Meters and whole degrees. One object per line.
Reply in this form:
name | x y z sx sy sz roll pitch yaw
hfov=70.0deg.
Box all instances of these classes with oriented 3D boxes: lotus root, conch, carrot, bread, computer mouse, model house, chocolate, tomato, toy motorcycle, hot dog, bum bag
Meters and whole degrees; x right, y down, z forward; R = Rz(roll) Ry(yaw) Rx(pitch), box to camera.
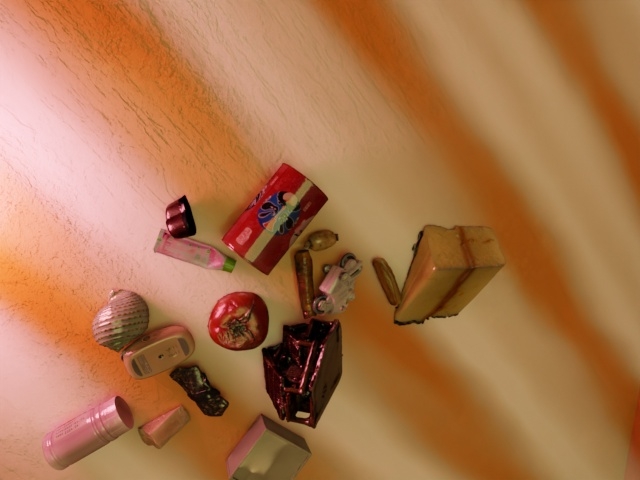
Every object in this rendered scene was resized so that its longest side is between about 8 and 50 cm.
lotus root | 0.000 0.000 1.677 0.152 0.063 0.072 -20 80 -21
conch | -0.654 0.263 1.493 0.172 0.131 0.199 -4 101 -15
carrot | -0.052 0.163 1.687 0.070 0.070 0.260 -10 102 -15
bread | 0.501 0.143 1.875 0.346 0.242 0.404 10 129 -22
bread | -0.561 0.664 1.643 0.152 0.105 0.077 -37 110 -41
computer mouse | -0.551 0.378 1.562 0.237 0.082 0.145 -25 117 -15
model house | -0.098 0.444 1.635 0.283 0.297 0.317 5 107 27
chocolate | -0.468 -0.067 1.518 0.080 0.125 0.148 -15 66 -5
tomato | -0.285 0.301 1.628 0.228 0.101 0.227 -2 99 -13
toy motorcycle | 0.076 0.178 1.718 0.171 0.110 0.260 43 76 -41
hot dog | 0.268 0.157 1.792 0.047 0.066 0.215 -46 114 -51
bum bag | -0.426 0.539 1.638 0.102 0.069 0.248 -27 111 27

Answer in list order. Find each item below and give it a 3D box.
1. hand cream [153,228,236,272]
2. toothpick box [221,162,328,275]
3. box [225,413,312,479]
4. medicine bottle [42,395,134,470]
hand cream | -0.429 0.046 1.575 0.275 0.050 0.079 21 67 -13
toothpick box | -0.153 -0.072 1.551 0.204 0.204 0.333 39 87 -19
box | -0.196 0.819 1.729 0.225 0.117 0.225 38 86 -19
medicine bottle | -0.767 0.636 1.519 0.250 0.133 0.133 -29 106 -9
